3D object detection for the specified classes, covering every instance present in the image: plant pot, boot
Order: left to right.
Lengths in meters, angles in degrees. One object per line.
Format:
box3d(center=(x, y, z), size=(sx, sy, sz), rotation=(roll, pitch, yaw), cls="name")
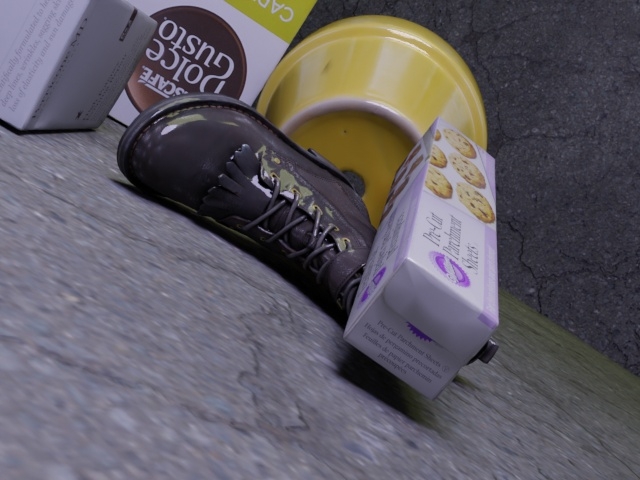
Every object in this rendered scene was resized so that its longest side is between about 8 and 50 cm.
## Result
box3d(center=(0.000, 0.000, 0.663), size=(0.263, 0.091, 0.229), rotation=(16, 24, -43), cls="boot")
box3d(center=(0.042, -0.086, 0.919), size=(0.254, 0.254, 0.239), rotation=(31, 22, -3), cls="plant pot")

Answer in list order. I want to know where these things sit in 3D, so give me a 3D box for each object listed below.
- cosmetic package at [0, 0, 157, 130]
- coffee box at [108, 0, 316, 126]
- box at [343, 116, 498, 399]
box3d(center=(-0.205, -0.153, 0.705), size=(0.085, 0.117, 0.231), rotation=(30, 7, -5), cls="cosmetic package")
box3d(center=(-0.213, -0.334, 1.071), size=(0.337, 0.334, 0.338), rotation=(30, 8, -25), cls="coffee box")
box3d(center=(0.079, -0.008, 0.627), size=(0.067, 0.063, 0.324), rotation=(35, 23, -3), cls="box")
